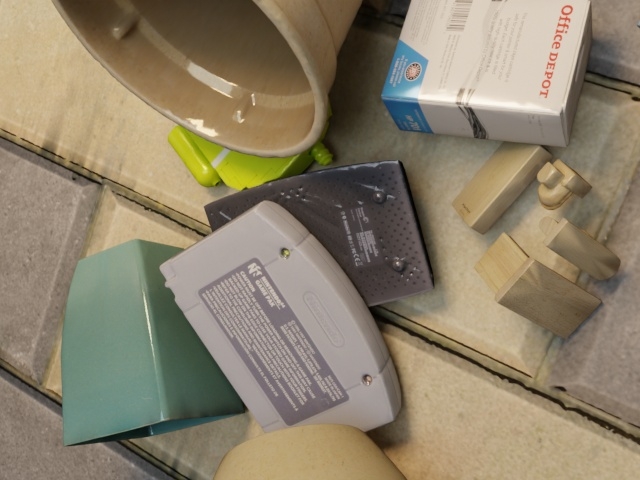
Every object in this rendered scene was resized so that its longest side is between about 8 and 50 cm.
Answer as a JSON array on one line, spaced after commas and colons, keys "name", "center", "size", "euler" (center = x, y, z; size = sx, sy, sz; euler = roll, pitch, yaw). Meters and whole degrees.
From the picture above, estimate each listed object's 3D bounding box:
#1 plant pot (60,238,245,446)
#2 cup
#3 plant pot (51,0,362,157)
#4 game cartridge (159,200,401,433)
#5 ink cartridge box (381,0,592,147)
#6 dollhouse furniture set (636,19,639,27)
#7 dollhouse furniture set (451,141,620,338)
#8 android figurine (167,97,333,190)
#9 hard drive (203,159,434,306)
[{"name": "plant pot", "center": [-0.226, 0.127, 1.029], "size": [0.165, 0.165, 0.234], "euler": [-18, 74, 25]}, {"name": "cup", "center": [-0.010, 0.339, 0.861], "size": [0.331, 0.331, 0.237], "euler": [-27, 57, 24]}, {"name": "plant pot", "center": [-0.070, -0.311, 0.847], "size": [0.333, 0.334, 0.305], "euler": [20, 66, 25]}, {"name": "game cartridge", "center": [-0.039, 0.108, 0.942], "size": [0.196, 0.060, 0.294], "euler": [-28, 99, 31]}, {"name": "ink cartridge box", "center": [0.179, -0.184, 0.847], "size": [0.190, 0.082, 0.140], "euler": [11, 73, 24]}, {"name": "dollhouse furniture set", "center": [0.431, -0.219, 0.633], "size": [0.303, 0.286, 0.198], "euler": [32, 104, 11]}, {"name": "dollhouse furniture set", "center": [0.242, -0.009, 0.870], "size": [0.144, 0.123, 0.151], "euler": [-51, 35, 17]}, {"name": "android figurine", "center": [-0.091, -0.174, 1.016], "size": [0.248, 0.056, 0.273], "euler": [-46, 71, 18]}, {"name": "hard drive", "center": [0.000, 0.000, 0.947], "size": [0.254, 0.054, 0.172], "euler": [-12, 104, 24]}]
